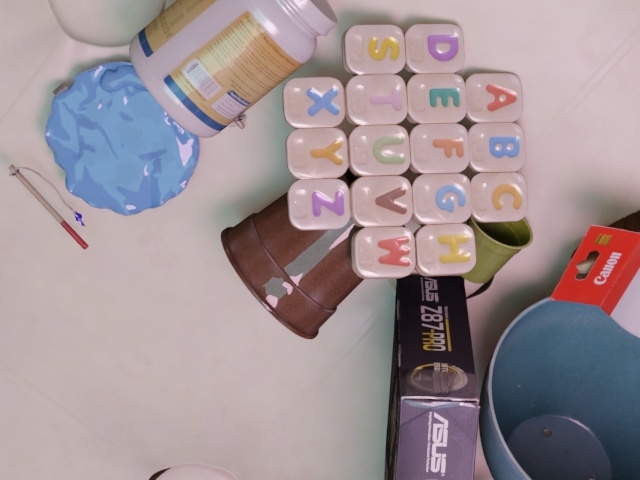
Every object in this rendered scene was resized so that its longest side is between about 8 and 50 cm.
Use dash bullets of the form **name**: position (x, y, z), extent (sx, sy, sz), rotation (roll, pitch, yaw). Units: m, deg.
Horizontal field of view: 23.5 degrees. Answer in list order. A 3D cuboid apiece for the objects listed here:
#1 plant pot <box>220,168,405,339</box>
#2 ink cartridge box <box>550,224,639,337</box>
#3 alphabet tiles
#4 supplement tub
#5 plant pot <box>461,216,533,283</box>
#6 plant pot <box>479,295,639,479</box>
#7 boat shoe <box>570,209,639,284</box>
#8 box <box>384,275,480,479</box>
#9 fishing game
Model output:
- **plant pot**: position (0.000, 0.000, 1.785), extent (0.165, 0.167, 0.167), rotation (-40, 102, 14)
- **ink cartridge box**: position (0.363, 0.054, 1.708), extent (0.179, 0.045, 0.145), rotation (9, 141, -9)
- **alphabet tiles**: position (0.098, -0.100, 1.713), extent (0.278, 0.021, 0.284), rotation (-2, 86, -14)
- **supplement tub**: position (-0.095, -0.224, 1.701), extent (0.200, 0.144, 0.144), rotation (-37, 103, 13)
- **plant pot**: position (0.194, 0.007, 1.803), extent (0.083, 0.083, 0.079), rotation (26, 126, -3)
- **plant pot**: position (0.305, 0.230, 1.793), extent (0.290, 0.290, 0.195), rotation (22, 147, -1)
- **boat shoe**: position (0.439, 0.007, 1.748), extent (0.302, 0.109, 0.098), rotation (-17, 108, 9)
- **box**: position (0.122, 0.279, 1.791), extent (0.097, 0.318, 0.395), rotation (3, 112, 3)
- **fishing game**: position (-0.236, -0.122, 1.830), extent (0.264, 0.041, 0.189), rotation (-40, 102, 13)
